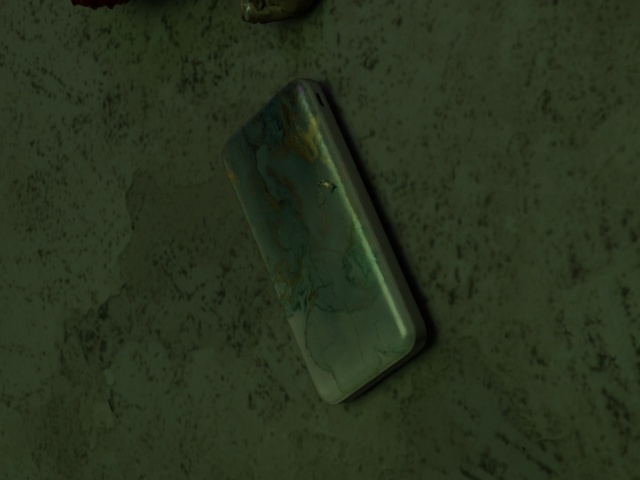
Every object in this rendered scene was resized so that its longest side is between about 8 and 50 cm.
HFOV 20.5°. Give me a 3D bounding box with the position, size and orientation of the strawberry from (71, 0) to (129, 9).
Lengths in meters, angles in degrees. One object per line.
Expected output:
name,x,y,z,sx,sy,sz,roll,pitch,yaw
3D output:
strawberry,-0.204,-0.325,1.776,0.286,0.106,0.188,30,108,52

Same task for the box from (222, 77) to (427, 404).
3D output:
box,0.000,0.000,1.636,0.142,0.044,0.285,-41,65,41

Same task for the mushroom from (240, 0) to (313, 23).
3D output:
mushroom,-0.062,-0.316,1.645,0.116,0.093,0.225,2,88,22
